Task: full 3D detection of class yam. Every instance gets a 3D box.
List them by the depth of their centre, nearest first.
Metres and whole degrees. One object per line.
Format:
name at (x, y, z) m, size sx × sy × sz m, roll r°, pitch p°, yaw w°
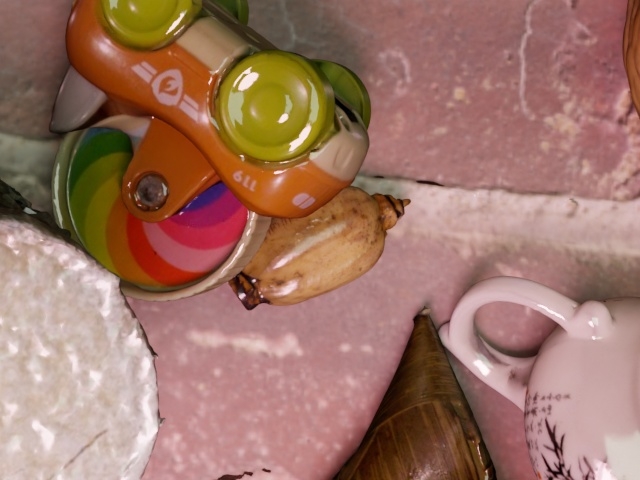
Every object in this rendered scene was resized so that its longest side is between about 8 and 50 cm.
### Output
yam at (-0.231, 0.062, 1.113) m, size 0.241 × 0.348 × 0.241 m, roll -3°, pitch 99°, yaw -19°

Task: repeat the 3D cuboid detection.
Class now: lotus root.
lotus root at (0.000, 0.000, 1.307) m, size 0.152 × 0.063 × 0.072 m, roll -25°, pitch 108°, yaw -15°

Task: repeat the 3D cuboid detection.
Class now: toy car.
toy car at (-0.100, -0.067, 1.244) m, size 0.235 × 0.145 × 0.235 m, roll 0°, pitch 92°, yaw 14°

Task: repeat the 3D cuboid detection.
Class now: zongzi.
zongzi at (0.020, 0.186, 1.292) m, size 0.221 × 0.112 × 0.242 m, roll -18°, pitch 72°, yaw -6°

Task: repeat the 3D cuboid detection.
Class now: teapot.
teapot at (0.222, 0.133, 1.330) m, size 0.299 × 0.166 × 0.208 m, roll 43°, pitch 58°, yaw 0°

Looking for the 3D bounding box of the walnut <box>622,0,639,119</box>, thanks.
walnut at (0.369, -0.139, 1.325) m, size 0.313 × 0.277 × 0.252 m, roll 48°, pitch 44°, yaw -4°
